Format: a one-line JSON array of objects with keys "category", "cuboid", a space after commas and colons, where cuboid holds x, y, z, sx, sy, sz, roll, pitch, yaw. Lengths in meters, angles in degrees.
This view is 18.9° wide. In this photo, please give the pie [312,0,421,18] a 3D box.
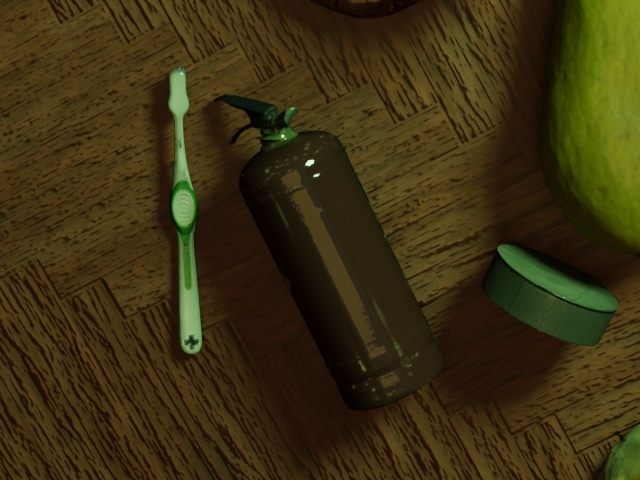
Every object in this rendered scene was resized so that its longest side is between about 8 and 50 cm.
[{"category": "pie", "cuboid": [0.041, -0.322, 1.867, 0.218, 0.054, 0.204, 41, 103, -7]}]

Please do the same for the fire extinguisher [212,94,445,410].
[{"category": "fire extinguisher", "cuboid": [0.000, 0.000, 1.928, 0.135, 0.114, 0.337, -10, 110, 52]}]

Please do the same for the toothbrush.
[{"category": "toothbrush", "cuboid": [-0.141, -0.027, 1.968, 0.030, 0.030, 0.304, 0, 104, 4]}]

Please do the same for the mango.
[{"category": "mango", "cuboid": [0.314, -0.145, 1.851, 0.195, 0.142, 0.332, 5, 102, -2]}]

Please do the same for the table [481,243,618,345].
[{"category": "table", "cuboid": [0.228, 0.054, 1.910, 0.133, 0.133, 0.043, 25, 106, -3]}]

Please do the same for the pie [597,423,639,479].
[{"category": "pie", "cuboid": [0.447, 0.298, 1.991, 0.339, 0.077, 0.339, 1, 108, 3]}]
